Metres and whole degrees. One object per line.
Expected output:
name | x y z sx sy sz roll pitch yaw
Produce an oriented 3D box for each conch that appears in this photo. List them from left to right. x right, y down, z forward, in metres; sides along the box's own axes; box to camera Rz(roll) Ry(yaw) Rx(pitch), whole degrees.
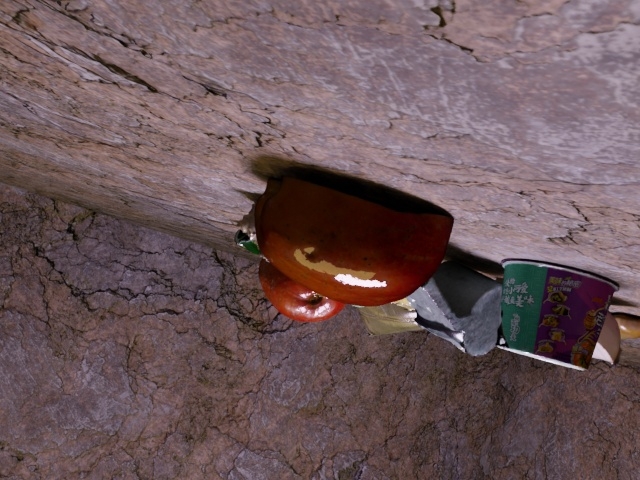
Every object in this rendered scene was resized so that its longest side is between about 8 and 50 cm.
conch | -0.083 -0.027 1.488 0.245 0.163 0.178 1 -150 -17

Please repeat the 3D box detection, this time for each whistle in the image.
whistle | 0.297 0.154 1.469 0.404 0.188 0.168 10 -167 -40

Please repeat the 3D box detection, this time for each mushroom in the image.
mushroom | 0.617 0.184 1.543 0.236 0.162 0.173 -1 135 52

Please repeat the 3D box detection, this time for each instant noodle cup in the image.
instant noodle cup | 0.496 0.166 1.346 0.251 0.190 0.251 15 173 2

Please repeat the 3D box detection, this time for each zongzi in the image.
zongzi | 0.282 0.153 2.029 0.447 0.181 0.418 -13 127 34

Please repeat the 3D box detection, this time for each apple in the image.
apple | 0.056 -0.020 1.186 0.364 0.295 0.329 17 135 -17

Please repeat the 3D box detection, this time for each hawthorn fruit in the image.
hawthorn fruit | -0.038 0.112 1.854 0.284 0.284 0.284 15 173 2

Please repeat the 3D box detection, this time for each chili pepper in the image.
chili pepper | -0.131 0.025 1.999 0.270 0.099 0.136 25 151 -26

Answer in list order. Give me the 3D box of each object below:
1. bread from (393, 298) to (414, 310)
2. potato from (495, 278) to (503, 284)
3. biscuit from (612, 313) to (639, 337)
bread | 0.239 0.130 1.855 0.265 0.142 0.178 18 142 14
potato | 0.502 0.144 1.623 0.061 0.086 0.122 35 166 -26
biscuit | 0.774 0.231 1.762 0.236 0.062 0.291 15 171 9
